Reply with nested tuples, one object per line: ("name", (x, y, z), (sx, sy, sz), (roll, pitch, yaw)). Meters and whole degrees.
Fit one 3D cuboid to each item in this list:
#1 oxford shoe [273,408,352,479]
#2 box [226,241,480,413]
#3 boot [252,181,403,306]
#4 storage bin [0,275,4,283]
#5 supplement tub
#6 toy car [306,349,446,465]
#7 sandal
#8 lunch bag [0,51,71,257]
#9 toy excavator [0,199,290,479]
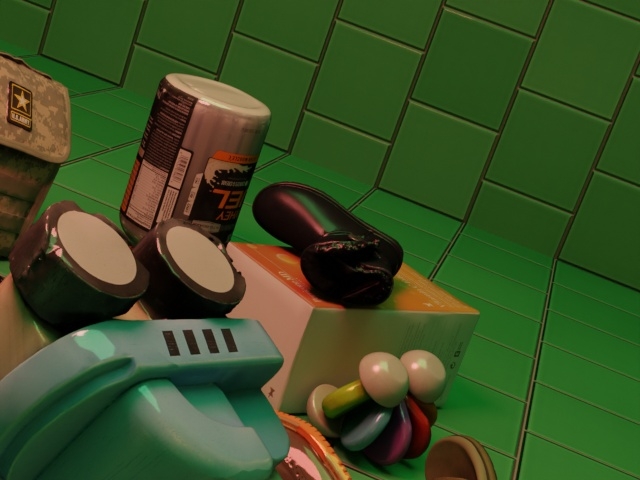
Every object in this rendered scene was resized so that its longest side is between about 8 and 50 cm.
("oxford shoe", (-0.089, 0.255, 1.347), (0.132, 0.130, 0.363), (-25, 42, -34))
("box", (0.029, 0.129, 1.764), (0.345, 0.168, 0.215), (5, 21, -43))
("boot", (0.000, 0.000, 1.668), (0.246, 0.094, 0.207), (27, 12, 5))
("storage bin", (-0.504, 0.058, 1.486), (0.180, 0.084, 0.122), (26, 18, 11))
("supplement tub", (-0.216, -0.100, 1.967), (0.193, 0.316, 0.193), (19, 16, -6))
("toy car", (0.084, 0.232, 1.583), (0.182, 0.159, 0.136), (3, 59, -48))
("sandal", (0.160, 0.321, 1.387), (0.086, 0.120, 0.303), (3, 18, -8))
("lunch bag", (-0.503, -0.142, 1.738), (0.169, 0.287, 0.235), (29, 3, 31))
("toy excavator", (-0.090, 0.216, 1.068), (0.433, 0.222, 0.445), (7, 45, -58))
